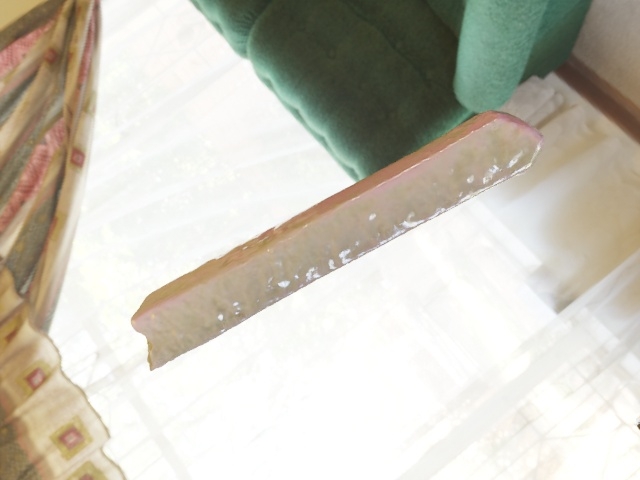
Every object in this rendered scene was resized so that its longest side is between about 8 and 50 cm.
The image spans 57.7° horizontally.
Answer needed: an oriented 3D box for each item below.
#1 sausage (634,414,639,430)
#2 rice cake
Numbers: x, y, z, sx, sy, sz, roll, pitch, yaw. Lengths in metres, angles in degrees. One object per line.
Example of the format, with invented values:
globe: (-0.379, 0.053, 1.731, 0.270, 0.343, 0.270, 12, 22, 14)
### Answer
sausage: (0.443, 0.209, 0.735, 0.025, 0.028, 0.198, 44, 158, 25)
rice cake: (0.000, 0.000, 0.455, 0.056, 0.365, 0.072, 61, -169, -8)
